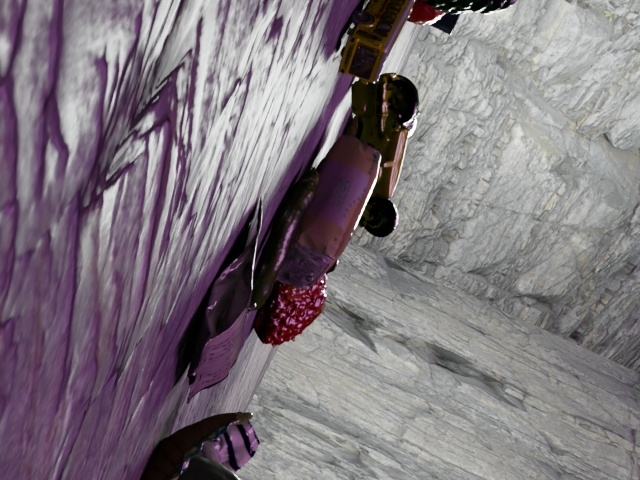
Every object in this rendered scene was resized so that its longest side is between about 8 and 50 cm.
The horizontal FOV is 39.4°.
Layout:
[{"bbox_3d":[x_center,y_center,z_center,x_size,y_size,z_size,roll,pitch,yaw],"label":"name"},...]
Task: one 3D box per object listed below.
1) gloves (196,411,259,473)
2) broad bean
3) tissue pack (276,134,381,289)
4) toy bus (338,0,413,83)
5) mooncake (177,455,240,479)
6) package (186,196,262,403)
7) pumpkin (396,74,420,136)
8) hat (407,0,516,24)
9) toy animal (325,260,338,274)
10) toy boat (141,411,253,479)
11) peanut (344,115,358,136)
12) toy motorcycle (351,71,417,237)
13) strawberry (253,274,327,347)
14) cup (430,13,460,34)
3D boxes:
[{"bbox_3d":[-0.240,0.483,1.976,0.218,0.131,0.140,-33,169,-16],"label":"gloves"},{"bbox_3d":[-0.076,0.009,1.552,0.144,0.049,0.292,-89,-155,-79],"label":"broad bean"},{"bbox_3d":[0.012,-0.045,1.718,0.215,0.123,0.257,126,-13,-62],"label":"tissue pack"},{"bbox_3d":[0.090,-0.334,1.381,0.081,0.074,0.226,112,3,-46],"label":"toy bus"},{"bbox_3d":[-0.221,0.484,1.619,0.168,0.175,0.104,58,-38,40],"label":"mooncake"},{"bbox_3d":[-0.120,0.092,1.245,0.204,0.062,0.251,113,-1,-59],"label":"package"},{"bbox_3d":[0.205,-0.369,2.506,0.190,0.146,0.190,171,-90,-90],"label":"pumpkin"},{"bbox_3d":[0.262,-0.512,1.696,0.274,0.242,0.332,-48,-179,-36],"label":"hat"},{"bbox_3d":[-0.005,0.001,2.340,0.146,0.114,0.245,-72,162,-49],"label":"toy animal"},{"bbox_3d":[-0.220,0.363,1.364,0.293,0.099,0.108,-58,177,0],"label":"toy boat"},{"bbox_3d":[0.120,-0.241,2.259,0.319,0.147,0.147,86,28,-73],"label":"peanut"},{"bbox_3d":[0.100,-0.188,1.881,0.142,0.206,0.342,-23,127,-56],"label":"toy motorcycle"},{"bbox_3d":[-0.050,0.117,2.066,0.233,0.137,0.306,-62,177,-34],"label":"strawberry"},{"bbox_3d":[0.264,-0.556,2.092,0.150,0.138,0.113,73,42,-86],"label":"cup"}]
